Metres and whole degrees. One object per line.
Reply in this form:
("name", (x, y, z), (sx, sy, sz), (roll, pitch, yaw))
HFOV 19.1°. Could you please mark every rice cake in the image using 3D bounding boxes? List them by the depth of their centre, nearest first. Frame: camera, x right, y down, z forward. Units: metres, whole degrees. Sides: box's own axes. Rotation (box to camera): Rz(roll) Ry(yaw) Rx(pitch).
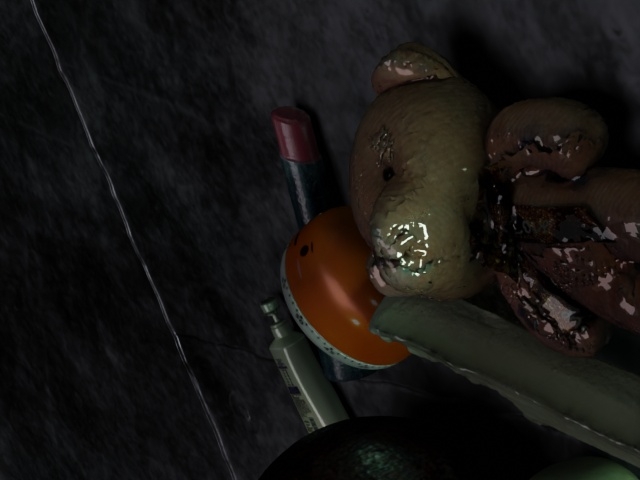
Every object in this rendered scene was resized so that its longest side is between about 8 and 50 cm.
("rice cake", (0.144, 0.093, 1.333), (0.256, 0.057, 0.052), (23, 141, 37))

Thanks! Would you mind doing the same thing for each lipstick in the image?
("lipstick", (0.000, 0.000, 1.551), (0.053, 0.053, 0.234), (13, 124, 53))

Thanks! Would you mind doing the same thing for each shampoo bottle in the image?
("shampoo bottle", (-0.017, 0.115, 1.697), (0.141, 0.034, 0.049), (64, 158, -8))

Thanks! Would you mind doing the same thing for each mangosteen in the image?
("mangosteen", (0.044, 0.287, 1.499), (0.300, 0.300, 0.300), (38, 145, 33))

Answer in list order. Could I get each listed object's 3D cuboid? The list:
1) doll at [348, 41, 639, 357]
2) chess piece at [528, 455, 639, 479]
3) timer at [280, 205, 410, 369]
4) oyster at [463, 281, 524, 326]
("doll", (0.128, -0.001, 1.239), (0.303, 0.156, 0.201), (24, 131, 41))
("chess piece", (0.223, 0.277, 1.380), (0.144, 0.144, 0.251), (-20, 93, 61))
("timer", (0.035, 0.032, 1.464), (0.136, 0.099, 0.136), (27, 150, 17))
("oyster", (0.144, 0.060, 1.386), (0.086, 0.029, 0.132), (-19, 99, 51))
